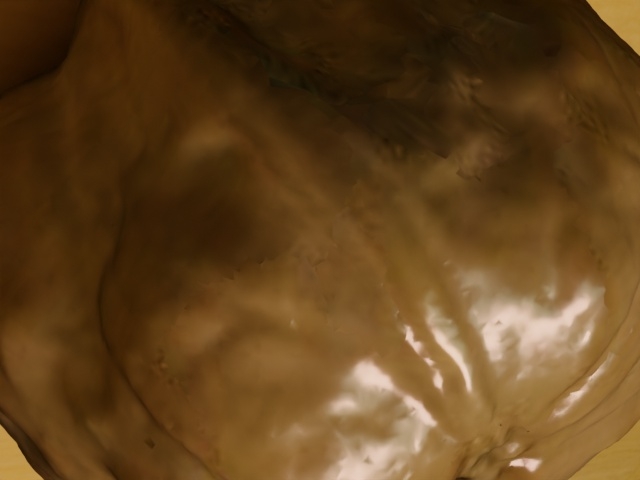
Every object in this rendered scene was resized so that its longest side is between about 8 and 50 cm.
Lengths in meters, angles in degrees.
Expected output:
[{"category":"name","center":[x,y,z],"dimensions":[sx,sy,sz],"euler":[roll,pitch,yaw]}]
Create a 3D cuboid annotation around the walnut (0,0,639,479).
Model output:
[{"category":"walnut","center":[-0.002,0.002,0.772],"dimensions":[0.253,0.277,0.282],"euler":[18,110,-48]}]
